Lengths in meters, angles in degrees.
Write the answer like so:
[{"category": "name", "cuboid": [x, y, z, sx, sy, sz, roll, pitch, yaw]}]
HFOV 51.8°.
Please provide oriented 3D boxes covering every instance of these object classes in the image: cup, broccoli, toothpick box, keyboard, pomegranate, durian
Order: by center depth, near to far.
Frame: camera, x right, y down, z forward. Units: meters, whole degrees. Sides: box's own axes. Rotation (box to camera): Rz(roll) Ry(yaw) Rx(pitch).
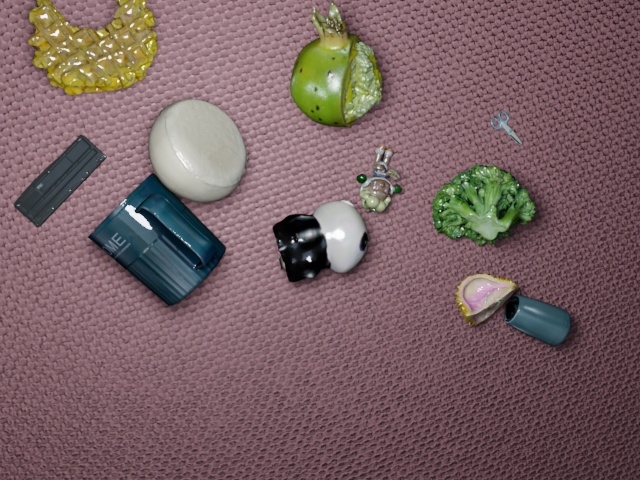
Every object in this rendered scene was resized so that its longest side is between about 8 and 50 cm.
[{"category": "cup", "cuboid": [-0.411, -0.012, 1.768, 0.308, 0.242, 0.292, -35, 106, 31]}, {"category": "pomegranate", "cuboid": [0.037, -0.462, 1.775, 0.260, 0.260, 0.341, -18, 126, -6]}, {"category": "keyboard", "cuboid": [-0.757, -0.125, 1.823, 0.103, 0.041, 0.381, 45, 83, -11]}, {"category": "broccoli", "cuboid": [0.473, -0.089, 1.917, 0.294, 0.245, 0.265, 3, 117, 15]}, {"category": "durian", "cuboid": [0.499, 0.181, 2.005, 0.165, 0.132, 0.182, 34, 80, -22]}, {"category": "toothpick box", "cuboid": [0.667, 0.242, 2.043, 0.184, 0.120, 0.120, 21, 94, -8]}]

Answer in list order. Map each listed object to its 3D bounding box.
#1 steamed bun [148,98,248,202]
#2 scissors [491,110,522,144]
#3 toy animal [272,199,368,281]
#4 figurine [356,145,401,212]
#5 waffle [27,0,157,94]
[{"category": "steamed bun", "cuboid": [-0.341, -0.228, 1.771, 0.177, 0.283, 0.283, -30, 104, 39]}, {"category": "scissors", "cuboid": [0.573, -0.337, 2.007, 0.058, 0.014, 0.119, -45, 98, 0]}, {"category": "toy animal", "cuboid": [0.001, 0.004, 1.875, 0.266, 0.212, 0.213, -14, 99, -10]}, {"category": "figurine", "cuboid": [0.172, -0.176, 1.926, 0.147, 0.093, 0.197, 14, 94, -21]}, {"category": "waffle", "cuboid": [-0.589, -0.525, 1.737, 0.324, 0.151, 0.261, -10, 103, -4]}]
